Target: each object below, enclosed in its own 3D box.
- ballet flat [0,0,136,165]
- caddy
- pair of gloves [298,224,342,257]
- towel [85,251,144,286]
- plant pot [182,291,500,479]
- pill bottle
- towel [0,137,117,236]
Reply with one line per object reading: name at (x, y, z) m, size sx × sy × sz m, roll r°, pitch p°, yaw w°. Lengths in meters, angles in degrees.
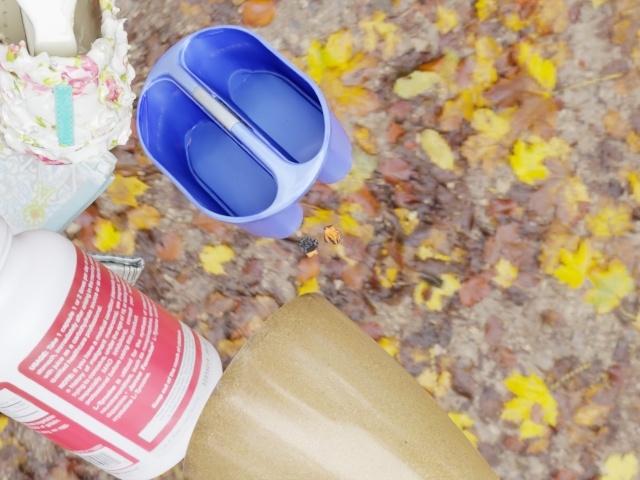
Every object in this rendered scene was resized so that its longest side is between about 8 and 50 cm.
ballet flat at (-0.131, -0.147, 0.436) m, size 0.091 × 0.077 × 0.241 m, roll -15°, pitch 70°, yaw -20°
caddy at (-0.117, -0.160, 1.418) m, size 0.241 × 0.179 × 0.341 m, roll -48°, pitch 62°, yaw 2°
pair of gloves at (0.000, 0.000, 1.859) m, size 0.083 × 0.074 × 0.010 m, roll -24°, pitch 60°, yaw 6°
towel at (-0.501, 0.094, 1.728) m, size 0.324 × 0.312 × 0.056 m, roll 4°, pitch 67°, yaw -25°
plant pot at (0.039, 0.213, 0.959) m, size 0.254 × 0.237 × 0.237 m, roll 29°, pitch 85°, yaw 20°
pill bottle at (-0.340, 0.132, 1.280) m, size 0.407 × 0.229 × 0.229 m, roll 42°, pitch 82°, yaw -34°
towel at (-0.600, -0.115, 1.782) m, size 0.374 × 0.090 × 0.320 m, roll -43°, pitch 100°, yaw 10°
